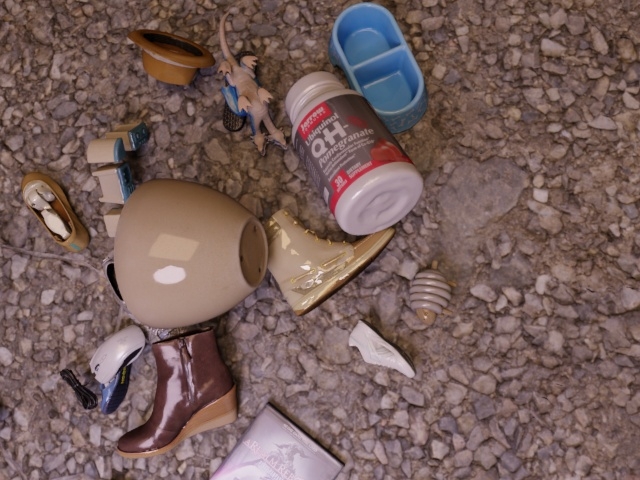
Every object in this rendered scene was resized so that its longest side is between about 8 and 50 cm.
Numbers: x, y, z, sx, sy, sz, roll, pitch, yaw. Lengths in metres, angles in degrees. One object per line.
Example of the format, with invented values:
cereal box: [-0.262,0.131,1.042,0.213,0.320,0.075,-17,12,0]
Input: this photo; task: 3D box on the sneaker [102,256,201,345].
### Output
sneaker: [-0.351,0.143,1.071,0.105,0.115,0.281,-45,82,-2]

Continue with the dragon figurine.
dragon figurine: [-0.158,-0.315,1.110,0.085,0.144,0.289,-28,87,-9]

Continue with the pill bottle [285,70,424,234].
pill bottle: [0.050,-0.181,1.034,0.176,0.176,0.318,-29,60,0]

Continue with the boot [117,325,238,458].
boot: [-0.295,0.291,1.027,0.248,0.090,0.206,-18,103,-11]

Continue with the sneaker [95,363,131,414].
sneaker: [-0.432,0.283,1.092,0.059,0.053,0.144,4,76,12]

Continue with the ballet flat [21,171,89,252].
ballet flat: [-0.590,-0.073,1.156,0.080,0.073,0.232,-44,79,-3]

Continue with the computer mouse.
computer mouse: [-0.429,0.241,1.048,0.193,0.042,0.106,-45,68,5]

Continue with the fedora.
fedora: [-0.330,-0.397,1.163,0.194,0.194,0.079,27,120,10]

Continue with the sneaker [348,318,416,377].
sneaker: [0.122,0.224,1.048,0.152,0.054,0.061,38,95,17]

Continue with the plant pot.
plant pot: [-0.208,0.024,0.976,0.191,0.284,0.284,0,80,18]

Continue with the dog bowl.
dog bowl: [0.122,-0.376,1.135,0.166,0.074,0.297,-23,79,1]

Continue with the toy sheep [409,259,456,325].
toy sheep: [0.218,0.102,1.040,0.091,0.091,0.132,9,68,7]

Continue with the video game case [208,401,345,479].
video game case: [-0.111,0.490,1.036,0.196,0.026,0.274,36,86,10]

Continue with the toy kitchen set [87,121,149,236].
toy kitchen set: [-0.394,-0.136,1.154,0.122,0.166,0.207,-1,117,6]

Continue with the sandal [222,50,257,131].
sandal: [-0.181,-0.331,1.181,0.067,0.040,0.179,13,96,13]

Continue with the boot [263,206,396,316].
boot: [0.000,0.000,1.076,0.262,0.095,0.203,-39,77,1]
